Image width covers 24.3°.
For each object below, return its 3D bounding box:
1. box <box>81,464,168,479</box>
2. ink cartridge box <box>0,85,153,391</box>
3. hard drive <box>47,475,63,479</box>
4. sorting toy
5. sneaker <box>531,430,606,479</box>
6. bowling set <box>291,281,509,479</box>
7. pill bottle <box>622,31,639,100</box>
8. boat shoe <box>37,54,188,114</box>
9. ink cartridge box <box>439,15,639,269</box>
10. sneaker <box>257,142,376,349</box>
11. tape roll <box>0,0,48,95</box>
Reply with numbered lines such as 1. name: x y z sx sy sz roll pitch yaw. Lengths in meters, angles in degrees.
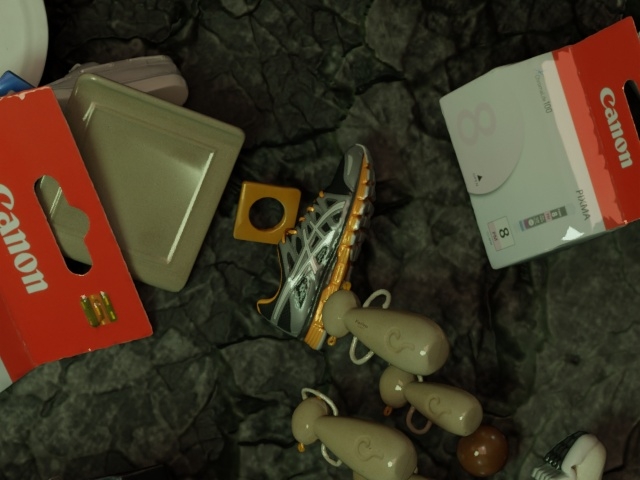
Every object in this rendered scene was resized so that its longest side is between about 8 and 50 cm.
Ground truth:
1. box: -0.327 0.405 1.449 0.395 0.212 0.294 -13 84 5
2. ink cartridge box: -0.396 0.045 1.470 0.385 0.091 0.308 -16 119 5
3. hard drive: -0.303 0.383 1.323 0.307 0.040 0.203 -36 83 2
4. sorting toy: -0.192 -0.059 1.524 0.347 0.047 0.196 20 106 -16
5. sneaker: 0.241 0.332 1.465 0.118 0.110 0.292 14 95 -1
6. bowling set: 0.074 0.204 1.482 0.154 0.200 0.287 20 90 45
7. pill bottle: 0.470 -0.072 1.409 0.224 0.224 0.392 -36 84 1
8. boat shoe: -0.231 -0.157 1.542 0.184 0.066 0.063 -16 57 -14
9. ink cartridge box: 0.229 -0.090 1.445 0.066 0.232 0.189 -12 83 -33
10. sneaker: 0.000 0.000 1.520 0.083 0.084 0.215 19 88 11
11. tape roll: -0.420 -0.209 1.478 0.286 0.286 0.100 -48 40 0
